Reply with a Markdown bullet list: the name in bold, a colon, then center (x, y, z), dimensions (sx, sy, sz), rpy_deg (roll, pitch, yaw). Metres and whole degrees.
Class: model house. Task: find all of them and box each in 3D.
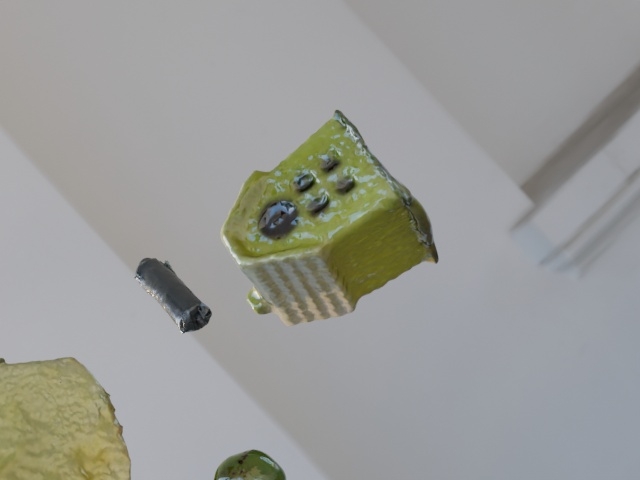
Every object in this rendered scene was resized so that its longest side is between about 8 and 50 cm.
- **model house**: center (0.000, 0.000, 1.578), dimensions (0.234, 0.175, 0.193), rpy_deg (-40, -30, -4)

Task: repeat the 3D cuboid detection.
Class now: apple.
- **apple**: center (-0.388, 0.320, 1.589), dimensions (0.314, 0.309, 0.252), rpy_deg (-28, -27, 14)

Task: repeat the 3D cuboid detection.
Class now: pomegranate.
- **pomegranate**: center (-0.070, 0.242, 1.253), dimensions (0.073, 0.073, 0.084), rpy_deg (-43, -20, -30)

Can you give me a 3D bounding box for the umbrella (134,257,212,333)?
- **umbrella**: center (-0.149, 0.052, 1.285), dimensions (0.036, 0.133, 0.031), rpy_deg (2, -69, -31)
